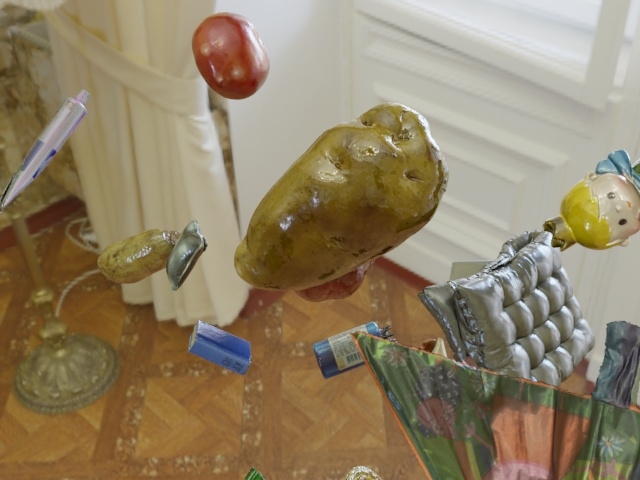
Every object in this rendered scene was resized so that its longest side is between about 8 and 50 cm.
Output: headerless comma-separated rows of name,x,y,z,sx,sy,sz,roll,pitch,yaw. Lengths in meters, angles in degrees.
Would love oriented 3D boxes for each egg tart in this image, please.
egg tart,0.083,0.480,1.460,0.129,0.049,0.128,33,35,-27

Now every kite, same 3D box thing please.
kite,0.158,0.159,0.490,0.321,0.016,0.234,15,77,2

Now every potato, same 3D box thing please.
potato,0.023,-0.040,1.147,0.195,0.369,0.176,-6,62,-57

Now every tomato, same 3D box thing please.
tomato,-0.184,-0.389,1.665,0.136,0.195,0.195,-24,38,11

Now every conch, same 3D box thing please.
conch,0.225,0.291,1.667,0.094,0.176,0.104,-19,24,-20

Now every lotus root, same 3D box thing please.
lotus root,-0.402,0.037,1.749,0.258,0.110,0.097,-21,69,38

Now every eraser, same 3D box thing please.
eraser,-0.140,0.150,1.106,0.085,0.027,0.063,26,16,-14

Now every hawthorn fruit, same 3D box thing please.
hawthorn fruit,0.000,0.000,1.358,0.185,0.202,0.185,-11,38,8

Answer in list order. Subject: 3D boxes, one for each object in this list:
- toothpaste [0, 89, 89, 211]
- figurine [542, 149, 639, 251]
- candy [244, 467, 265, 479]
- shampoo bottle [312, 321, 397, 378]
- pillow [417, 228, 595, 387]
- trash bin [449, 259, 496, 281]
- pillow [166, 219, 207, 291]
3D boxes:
toothpaste,-0.310,-0.100,0.887,0.045,0.028,0.170,-6,51,61
figurine,0.453,-0.047,1.143,0.234,0.127,0.185,-21,29,-11
candy,-0.140,0.524,1.526,0.141,0.203,0.078,-43,71,-13
shampoo bottle,0.079,0.238,1.760,0.183,0.087,0.050,-20,11,-5
pillow,0.302,0.122,1.203,0.101,0.228,0.326,-19,4,45
trash bin,0.452,0.131,2.001,0.240,0.122,0.164,-5,28,19
pillow,-0.276,0.030,1.606,0.055,0.135,0.091,6,35,-53
